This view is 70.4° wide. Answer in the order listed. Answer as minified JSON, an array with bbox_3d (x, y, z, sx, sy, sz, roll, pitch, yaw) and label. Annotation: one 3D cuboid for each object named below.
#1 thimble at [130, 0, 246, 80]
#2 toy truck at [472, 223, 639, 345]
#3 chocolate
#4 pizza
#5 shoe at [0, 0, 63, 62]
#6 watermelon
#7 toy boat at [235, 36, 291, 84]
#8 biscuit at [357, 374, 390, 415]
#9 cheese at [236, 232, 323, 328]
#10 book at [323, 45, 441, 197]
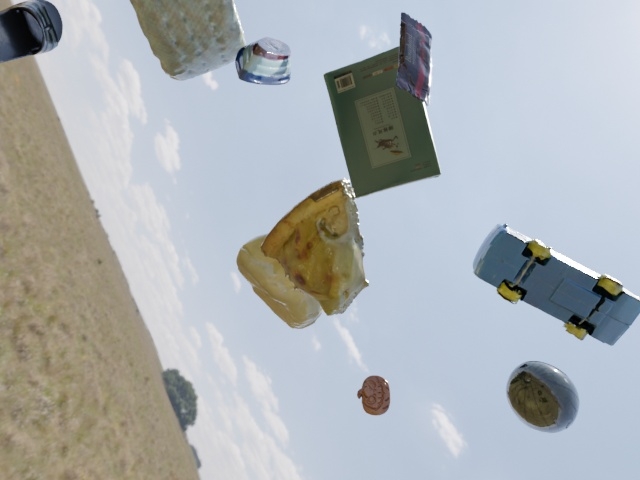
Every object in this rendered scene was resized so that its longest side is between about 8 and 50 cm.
[{"bbox_3d":[-0.284,-0.499,0.944,0.291,0.195,0.292,160,-90,-85],"label":"thimble"},{"bbox_3d":[0.558,0.102,1.099,0.161,0.384,0.162,-63,-178,17],"label":"toy truck"},{"bbox_3d":[0.172,-0.331,0.817,0.028,0.086,0.183,-23,-129,55],"label":"chocolate"},{"bbox_3d":[0.002,0.009,0.724,0.188,0.080,0.204,49,-59,16],"label":"pizza"},{"bbox_3d":[-0.427,-0.302,0.656,0.049,0.179,0.071,-1,-53,20],"label":"shoe"},{"bbox_3d":[0.261,0.185,0.533,0.078,0.078,0.111,43,-4,42],"label":"watermelon"},{"bbox_3d":[-0.075,-0.255,0.638,0.080,0.046,0.229,36,22,-11],"label":"toy boat"},{"bbox_3d":[0.123,0.357,1.048,0.015,0.078,0.091,102,-9,-54],"label":"biscuit"},{"bbox_3d":[-0.085,0.096,1.000,0.226,0.117,0.214,45,-20,24],"label":"cheese"},{"bbox_3d":[0.174,-0.334,1.297,0.031,0.264,0.380,-23,99,-70],"label":"book"}]
